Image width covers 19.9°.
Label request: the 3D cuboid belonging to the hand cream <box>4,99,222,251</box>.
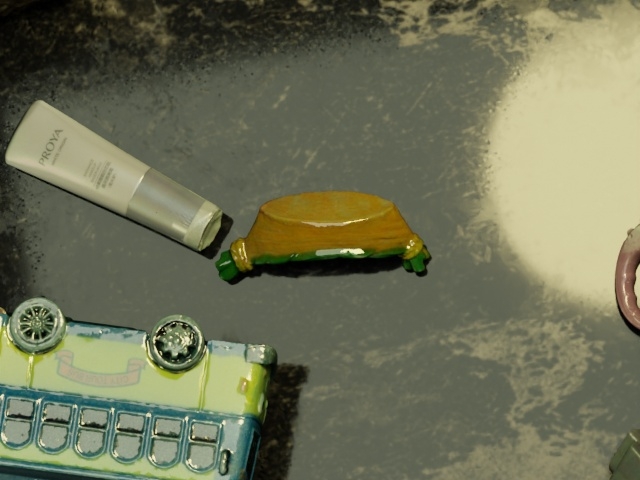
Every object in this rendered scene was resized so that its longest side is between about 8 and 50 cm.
[{"bbox_3d":[-0.225,-0.067,1.982,0.255,0.048,0.079,27,88,12],"label":"hand cream"}]

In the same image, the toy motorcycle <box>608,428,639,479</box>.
[{"bbox_3d":[0.384,0.152,1.760,0.325,0.221,0.148,-62,36,20],"label":"toy motorcycle"}]

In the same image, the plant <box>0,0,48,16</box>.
[{"bbox_3d":[-0.431,-0.328,1.971,0.312,0.213,0.215,-17,84,8],"label":"plant"}]

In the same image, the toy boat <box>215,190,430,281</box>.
[{"bbox_3d":[0.000,0.000,1.933,0.230,0.089,0.088,-1,121,8],"label":"toy boat"}]

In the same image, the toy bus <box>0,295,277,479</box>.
[{"bbox_3d":[-0.208,0.172,1.873,0.312,0.152,0.190,7,77,1],"label":"toy bus"}]

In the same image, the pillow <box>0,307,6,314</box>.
[{"bbox_3d":[-0.387,0.187,1.971,0.126,0.043,0.232,-9,79,6],"label":"pillow"}]

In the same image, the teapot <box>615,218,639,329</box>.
[{"bbox_3d":[0.380,0.024,1.866,0.116,0.148,0.146,-7,63,-29],"label":"teapot"}]
